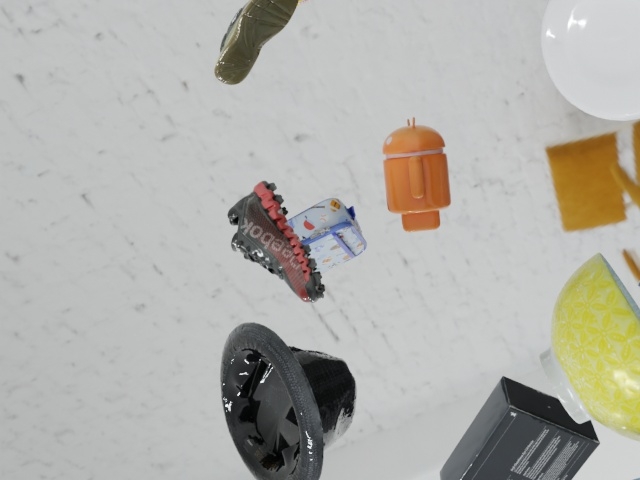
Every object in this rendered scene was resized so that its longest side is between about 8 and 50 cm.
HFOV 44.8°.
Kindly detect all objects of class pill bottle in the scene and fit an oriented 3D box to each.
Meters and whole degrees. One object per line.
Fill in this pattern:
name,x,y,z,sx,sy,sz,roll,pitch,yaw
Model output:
pill bottle,0.470,-0.298,1.026,0.361,0.204,0.204,-26,-89,-37

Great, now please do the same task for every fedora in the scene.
fedora,-0.041,0.270,1.307,0.334,0.153,0.333,28,125,50

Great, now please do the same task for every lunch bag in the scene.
lunch bag,0.000,0.000,2.072,0.114,0.243,0.303,66,-174,18

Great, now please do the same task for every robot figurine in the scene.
robot figurine,0.185,-0.128,1.509,0.158,0.128,0.219,-13,-80,-45

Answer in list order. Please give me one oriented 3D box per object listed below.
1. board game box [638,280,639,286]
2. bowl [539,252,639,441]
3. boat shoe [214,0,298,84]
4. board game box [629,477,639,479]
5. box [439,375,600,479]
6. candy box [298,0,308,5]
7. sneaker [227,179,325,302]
board game box,0.888,0.027,2.014,0.035,0.136,0.201,29,156,25
bowl,0.415,0.179,1.125,0.289,0.156,0.289,48,-159,-25
boat shoe,-0.117,-0.372,1.335,0.080,0.223,0.073,18,-144,-33
board game box,0.421,0.494,1.062,0.086,0.302,0.308,11,102,61
box,0.364,0.408,1.457,0.184,0.261,0.103,22,-155,-8
candy box,-0.003,-0.530,1.505,0.027,0.206,0.105,-4,-104,-72
sneaker,-0.093,0.018,1.497,0.276,0.135,0.097,59,174,24
